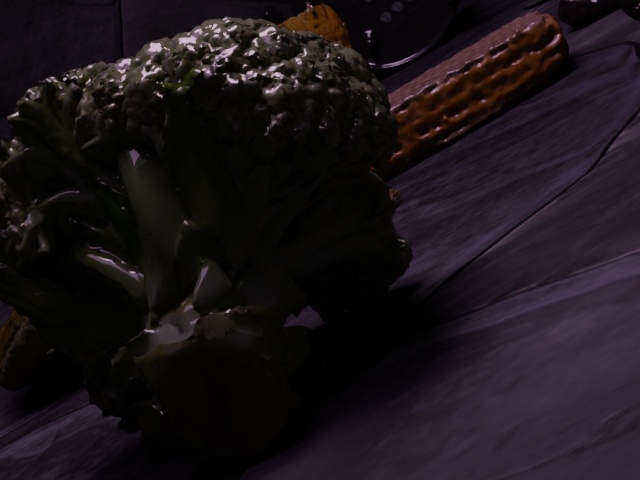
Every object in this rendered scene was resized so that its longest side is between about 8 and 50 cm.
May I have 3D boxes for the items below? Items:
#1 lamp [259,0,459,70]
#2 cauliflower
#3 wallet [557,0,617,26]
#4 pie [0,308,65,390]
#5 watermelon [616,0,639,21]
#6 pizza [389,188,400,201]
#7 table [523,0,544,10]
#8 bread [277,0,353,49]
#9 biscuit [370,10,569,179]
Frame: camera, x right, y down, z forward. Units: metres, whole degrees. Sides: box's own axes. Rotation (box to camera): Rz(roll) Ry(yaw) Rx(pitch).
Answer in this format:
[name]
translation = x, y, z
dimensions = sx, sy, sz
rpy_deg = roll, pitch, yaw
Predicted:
[lamp]
translation = 0.078, -0.333, 2.002
dimensions = 0.374, 0.205, 0.272
rpy_deg = -38, 10, 32
[cauliflower]
translation = -0.073, 0.017, 0.952
dimensions = 0.272, 0.275, 0.250
rpy_deg = -14, 48, 8
[wallet]
translation = 0.315, -0.285, 1.555
dimensions = 0.182, 0.049, 0.229
rpy_deg = -28, 13, 28
[pie]
translation = -0.200, 0.015, 1.429
dimensions = 0.277, 0.078, 0.277
rpy_deg = -49, -3, -3
[watermelon]
translation = 0.271, -0.212, 1.291
dimensions = 0.078, 0.078, 0.111
rpy_deg = -22, 16, 44
[pizza]
translation = 0.000, 0.000, 1.221
dimensions = 0.176, 0.036, 0.185
rpy_deg = -36, 12, -20
[table]
translation = 0.257, -0.363, 1.800
dimensions = 0.175, 0.146, 0.062
rpy_deg = -39, 13, -32
[bread]
translation = -0.059, -0.100, 1.556
dimensions = 0.260, 0.147, 0.160
rpy_deg = -40, -4, 41
[biscuit]
translation = 0.044, -0.083, 1.408
dimensions = 0.379, 0.054, 0.094
rpy_deg = -30, 11, 12
